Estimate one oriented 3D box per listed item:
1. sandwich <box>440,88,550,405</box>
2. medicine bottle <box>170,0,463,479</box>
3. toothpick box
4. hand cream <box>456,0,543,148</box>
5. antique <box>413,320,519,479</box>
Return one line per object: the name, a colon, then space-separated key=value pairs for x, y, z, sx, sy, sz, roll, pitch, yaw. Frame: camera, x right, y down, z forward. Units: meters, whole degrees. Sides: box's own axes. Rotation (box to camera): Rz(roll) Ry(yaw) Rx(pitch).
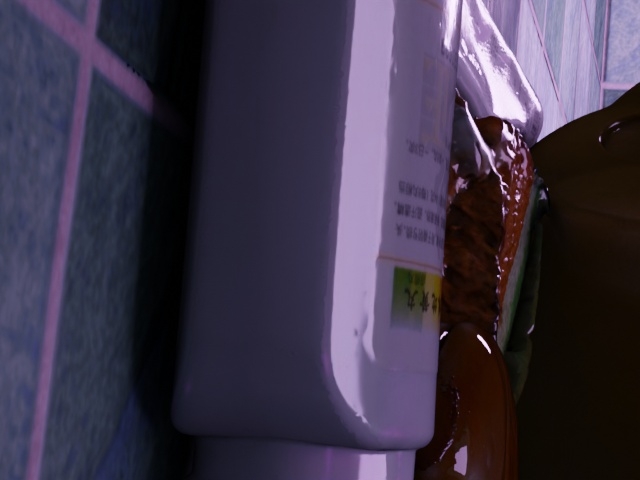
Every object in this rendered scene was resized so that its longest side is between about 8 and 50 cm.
sandwich: x=0.097 y=0.013 z=1.207 sx=0.212 sy=0.109 sz=0.292 roll=66 pitch=27 yaw=-48
medicine bottle: x=0.000 y=0.000 z=0.767 sx=0.179 sy=0.124 sz=0.324 roll=21 pitch=71 yaw=-75
toothpick box: x=0.317 y=0.080 z=1.499 sx=0.409 sy=0.409 sz=0.425 roll=-68 pitch=161 yaw=-53
hand cream: x=0.133 y=-0.157 z=1.415 sx=0.336 sy=0.076 sz=0.121 roll=49 pitch=40 yaw=-62
antique: x=0.053 y=0.166 z=0.994 sx=0.278 sy=0.129 sz=0.223 roll=72 pitch=25 yaw=-56
